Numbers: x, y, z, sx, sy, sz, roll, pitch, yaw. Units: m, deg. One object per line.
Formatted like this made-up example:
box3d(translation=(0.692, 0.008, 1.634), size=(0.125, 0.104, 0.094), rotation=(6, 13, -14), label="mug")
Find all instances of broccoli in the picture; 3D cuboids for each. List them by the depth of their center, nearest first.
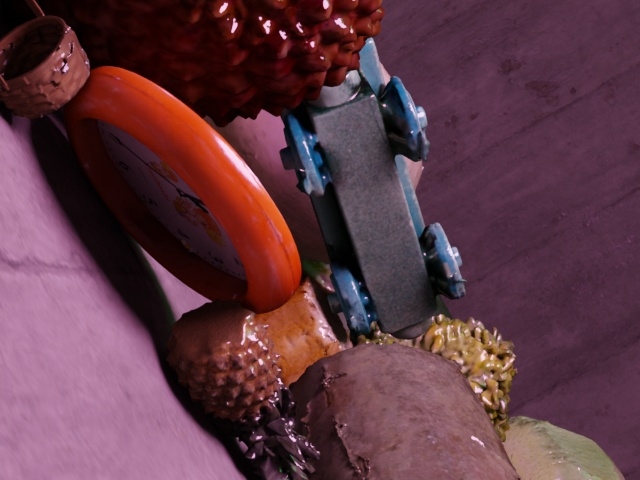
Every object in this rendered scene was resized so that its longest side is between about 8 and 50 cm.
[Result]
box3d(translation=(0.126, 0.177, 1.628), size=(0.273, 0.180, 0.242), rotation=(63, 7, 23), label="broccoli")

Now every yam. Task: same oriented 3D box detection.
box3d(translation=(0.075, 0.212, 1.228), size=(0.168, 0.168, 0.304), rotation=(55, 7, -35), label="yam")

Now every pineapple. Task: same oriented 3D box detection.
box3d(translation=(-0.047, 0.113, 1.152), size=(0.074, 0.074, 0.159), rotation=(-111, 176, -52), label="pineapple")

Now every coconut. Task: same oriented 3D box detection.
box3d(translation=(-0.001, -0.084, 1.632), size=(0.234, 0.224, 0.224), rotation=(54, 4, 22), label="coconut")
box3d(translation=(0.280, 0.330, 2.035), size=(0.236, 0.236, 0.205), rotation=(52, 45, -48), label="coconut")

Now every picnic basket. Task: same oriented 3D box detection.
box3d(translation=(-0.191, -0.125, 1.068), size=(0.083, 0.072, 0.072), rotation=(57, 7, -37), label="picnic basket")

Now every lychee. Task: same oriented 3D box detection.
box3d(translation=(-0.095, -0.231, 1.221), size=(0.330, 0.306, 0.306), rotation=(38, 0, 19), label="lychee")

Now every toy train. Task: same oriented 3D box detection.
box3d(translation=(0.030, -0.057, 1.421), size=(0.194, 0.120, 0.298), rotation=(-114, -175, -50), label="toy train")

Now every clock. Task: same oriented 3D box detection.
box3d(translation=(-0.092, -0.034, 1.132), size=(0.205, 0.051, 0.205), rotation=(38, -22, 18), label="clock")

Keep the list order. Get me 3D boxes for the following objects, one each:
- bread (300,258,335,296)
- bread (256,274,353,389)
box3d(translation=(0.013, -0.016, 1.805), size=(0.261, 0.158, 0.156), rotation=(-114, -175, -52), label="bread")
box3d(translation=(-0.020, 0.081, 1.433), size=(0.083, 0.070, 0.077), rotation=(61, 7, -3), label="bread")
